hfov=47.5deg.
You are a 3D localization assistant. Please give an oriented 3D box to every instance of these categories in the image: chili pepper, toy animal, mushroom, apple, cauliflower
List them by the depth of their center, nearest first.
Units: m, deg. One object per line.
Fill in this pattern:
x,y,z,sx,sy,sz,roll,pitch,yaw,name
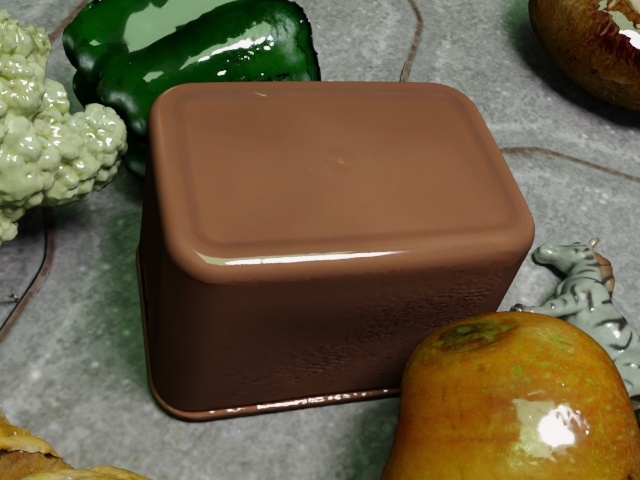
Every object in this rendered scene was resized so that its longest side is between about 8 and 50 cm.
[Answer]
0.150,0.179,0.604,0.207,0.237,0.237,0,51,5,apple
-0.351,-0.098,0.693,0.326,0.261,0.281,6,12,-12,cauliflower
0.274,0.091,0.793,0.169,0.090,0.255,4,54,-15,toy animal
-0.144,-0.194,0.830,0.256,0.233,0.249,-26,58,-22,chili pepper
0.483,-0.317,1.097,0.344,0.239,0.345,-7,46,7,mushroom

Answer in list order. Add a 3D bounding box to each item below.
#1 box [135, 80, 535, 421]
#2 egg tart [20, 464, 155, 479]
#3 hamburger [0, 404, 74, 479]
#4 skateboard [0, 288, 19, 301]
0.000,0.000,0.705,0.339,0.229,0.240,-4,52,-17,box
-0.167,0.297,0.470,0.294,0.116,0.295,23,52,-33,egg tart
-0.282,0.206,0.514,0.117,0.182,0.191,22,57,25,hamburger
-0.335,0.073,0.700,0.083,0.032,0.064,-7,64,-16,skateboard
